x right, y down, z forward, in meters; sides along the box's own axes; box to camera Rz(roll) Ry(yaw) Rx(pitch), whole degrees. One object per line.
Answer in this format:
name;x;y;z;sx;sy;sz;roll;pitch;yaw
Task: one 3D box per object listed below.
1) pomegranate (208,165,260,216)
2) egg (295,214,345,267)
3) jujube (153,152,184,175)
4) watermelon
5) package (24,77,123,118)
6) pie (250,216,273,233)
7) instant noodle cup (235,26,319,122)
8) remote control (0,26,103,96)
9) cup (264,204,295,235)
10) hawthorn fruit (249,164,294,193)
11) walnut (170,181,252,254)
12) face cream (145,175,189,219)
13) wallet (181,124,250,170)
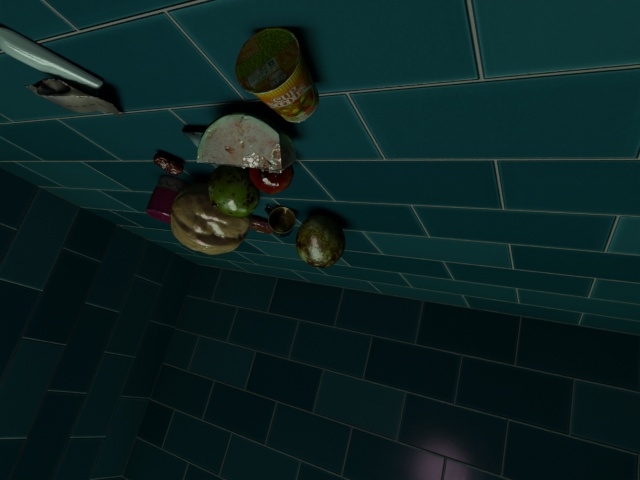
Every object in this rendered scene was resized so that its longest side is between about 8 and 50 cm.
pomegranate;-0.301;-0.199;1.606;0.211;0.263;0.211;44;153;29
egg;0.000;0.000;2.007;0.238;0.238;0.289;12;150;10
jujube;-0.646;-0.325;1.807;0.129;0.077;0.077;27;161;-19
watermelon;-0.238;-0.299;1.330;0.305;0.180;0.224;7;159;19
package;-0.807;-0.471;1.417;0.250;0.062;0.204;9;-178;-15
pie;-0.340;-0.087;2.352;0.182;0.050;0.182;18;167;4
instant noodle cup;-0.088;-0.378;1.017;0.168;0.169;0.185;9;170;22
remote control;-0.833;-0.539;1.311;0.293;0.051;0.103;24;161;-30
cup;-0.203;-0.098;2.098;0.176;0.131;0.155;44;169;6
hawthorn fruit;-0.165;-0.246;1.481;0.156;0.157;0.194;21;168;-18
walnut;-0.505;-0.103;1.970;0.381;0.381;0.381;14;164;4
face cream;-0.741;-0.198;2.093;0.175;0.195;0.175;13;162;4
wallet;-0.356;-0.313;1.628;0.190;0.046;0.379;6;160;20
